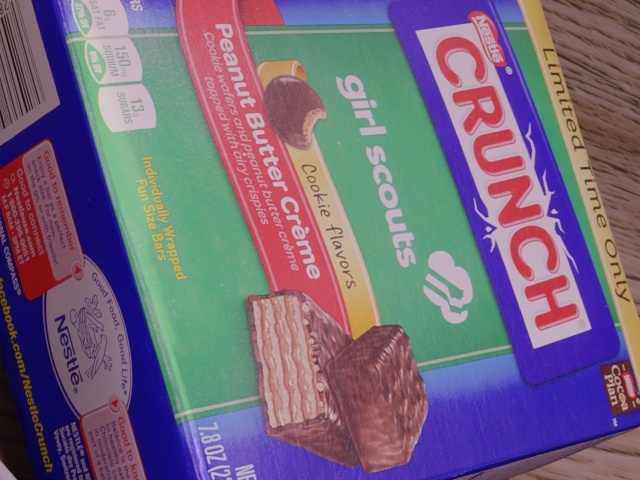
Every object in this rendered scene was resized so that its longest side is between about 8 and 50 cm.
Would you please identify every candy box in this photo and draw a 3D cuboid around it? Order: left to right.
[{"bbox_3d":[0.000,0.000,0.858,0.317,0.122,0.268,-7,76,-45],"label":"candy box"}]

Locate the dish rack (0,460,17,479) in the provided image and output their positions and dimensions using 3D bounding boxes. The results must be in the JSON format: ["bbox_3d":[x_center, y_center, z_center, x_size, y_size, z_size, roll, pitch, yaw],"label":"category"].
[{"bbox_3d":[-0.165,0.151,0.584,0.333,0.072,0.285,56,29,-28],"label":"dish rack"}]
